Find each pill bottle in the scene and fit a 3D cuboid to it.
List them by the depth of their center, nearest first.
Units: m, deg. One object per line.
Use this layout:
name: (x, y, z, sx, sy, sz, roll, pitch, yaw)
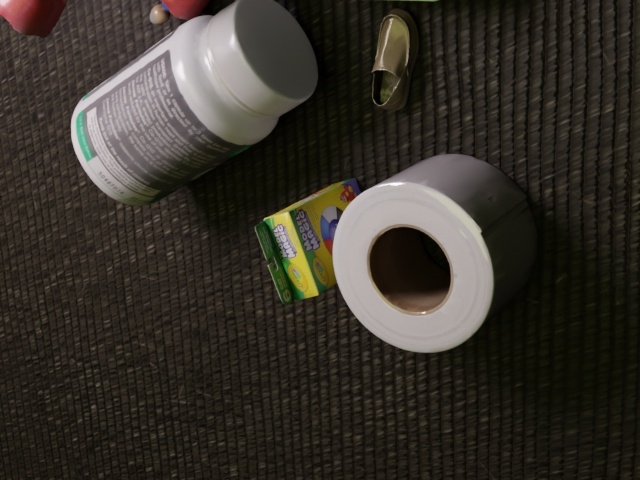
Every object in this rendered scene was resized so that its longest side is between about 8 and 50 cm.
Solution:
pill bottle: (-0.191, -0.208, 1.709, 0.361, 0.204, 0.204, -26, 92, 36)

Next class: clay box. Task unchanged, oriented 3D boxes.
clay box: (0.000, 0.000, 1.653, 0.053, 0.222, 0.128, -16, 99, 35)

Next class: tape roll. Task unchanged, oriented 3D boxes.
tape roll: (0.161, 0.015, 1.592, 0.246, 0.169, 0.246, 12, 113, 29)

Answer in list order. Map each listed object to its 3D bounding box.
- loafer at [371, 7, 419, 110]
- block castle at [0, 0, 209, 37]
loafer: (0.103, -0.251, 1.604, 0.056, 0.050, 0.148, 13, 113, 28)
block castle: (-0.336, -0.436, 1.568, 0.213, 0.453, 0.303, -42, 84, 27)
